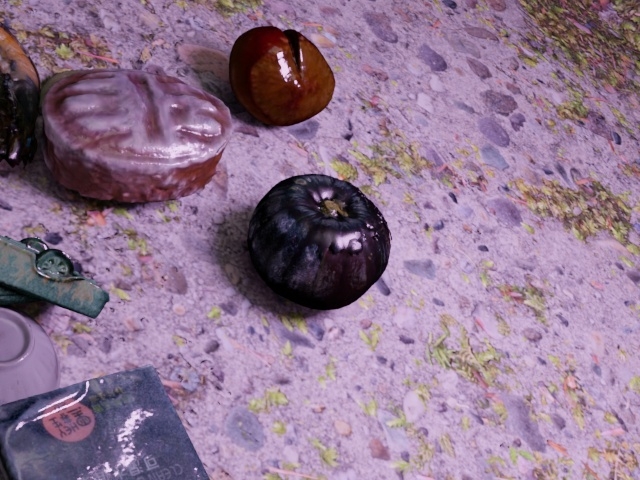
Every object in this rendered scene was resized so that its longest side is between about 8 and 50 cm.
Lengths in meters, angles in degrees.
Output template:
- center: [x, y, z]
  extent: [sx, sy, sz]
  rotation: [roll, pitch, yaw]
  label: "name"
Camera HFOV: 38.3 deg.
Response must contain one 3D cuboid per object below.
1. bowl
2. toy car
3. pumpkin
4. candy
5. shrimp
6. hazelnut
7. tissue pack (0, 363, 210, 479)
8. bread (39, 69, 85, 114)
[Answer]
- center: [-0.401, 0.137, 1.128]
  extent: [0.189, 0.086, 0.189]
  rotation: [19, 45, -20]
  label: "bowl"
- center: [-0.423, 0.016, 1.136]
  extent: [0.320, 0.141, 0.097]
  rotation: [29, 83, -32]
  label: "toy car"
- center: [0.000, 0.000, 1.454]
  extent: [0.233, 0.163, 0.233]
  rotation: [15, 39, -12]
  label: "pumpkin"
- center: [-0.284, -0.158, 1.410]
  extent: [0.289, 0.157, 0.214]
  rotation: [-2, 51, -29]
  label: "candy"
- center: [-0.493, -0.241, 1.351]
  extent: [0.222, 0.054, 0.290]
  rotation: [39, 29, -54]
  label: "shrimp"
- center: [-0.075, -0.292, 1.673]
  extent: [0.204, 0.178, 0.178]
  rotation: [6, 51, -36]
  label: "hazelnut"
- center: [-0.237, 0.316, 1.067]
  extent: [0.228, 0.103, 0.316]
  rotation: [-12, 60, -39]
  label: "tissue pack"
- center: [-0.367, -0.241, 1.516]
  extent: [0.193, 0.036, 0.112]
  rotation: [8, 49, -28]
  label: "bread"
